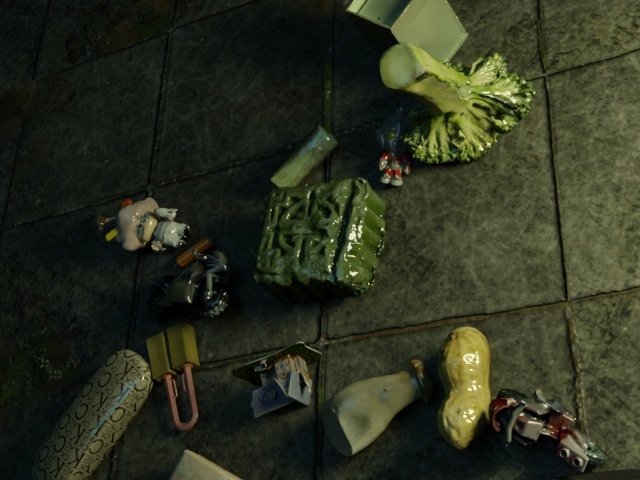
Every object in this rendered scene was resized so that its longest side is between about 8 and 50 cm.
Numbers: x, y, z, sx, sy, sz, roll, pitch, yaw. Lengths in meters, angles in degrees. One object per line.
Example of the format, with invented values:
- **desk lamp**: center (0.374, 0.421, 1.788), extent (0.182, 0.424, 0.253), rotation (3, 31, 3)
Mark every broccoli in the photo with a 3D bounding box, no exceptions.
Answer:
- **broccoli**: center (0.216, -0.275, 1.812), extent (0.252, 0.361, 0.221), rotation (-3, 81, 51)

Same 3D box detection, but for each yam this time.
- **yam**: center (-0.038, -0.178, 2.092), extent (0.169, 0.068, 0.068), rotation (-46, 50, 2)

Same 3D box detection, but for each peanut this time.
- **peanut**: center (0.250, 0.255, 1.652), extent (0.103, 0.098, 0.229), rotation (11, 59, -11)

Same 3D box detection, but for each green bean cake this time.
- **green bean cake**: center (0.000, 0.000, 1.938), extent (0.255, 0.132, 0.241), rotation (-4, 59, 31)

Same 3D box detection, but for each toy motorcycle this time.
- **toy motorcycle**: center (-0.284, 0.099, 2.074), extent (0.270, 0.106, 0.159), rotation (-4, 59, 42)
- **toy motorcycle**: center (0.361, 0.305, 1.547), extent (0.213, 0.122, 0.082), rotation (32, 115, 39)

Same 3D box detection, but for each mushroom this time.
- **mushroom**: center (0.102, 0.298, 1.740), extent (0.225, 0.093, 0.116), rotation (-35, 66, -1)

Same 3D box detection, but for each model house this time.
- **model house**: center (-0.077, 0.278, 1.841), extent (0.167, 0.117, 0.088), rotation (-24, 58, 15)

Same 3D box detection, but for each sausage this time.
- **sausage**: center (-0.291, 0.030, 2.161), extent (0.107, 0.031, 0.031), rotation (-34, 52, 13)

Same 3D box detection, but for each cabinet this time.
- **cabinet**: center (0.186, -0.465, 2.020), extent (0.145, 0.206, 0.150), rotation (34, 86, 40)

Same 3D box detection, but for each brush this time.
- **brush**: center (-0.304, 0.294, 2.014), extent (0.103, 0.047, 0.233), rotation (-28, 54, 17)

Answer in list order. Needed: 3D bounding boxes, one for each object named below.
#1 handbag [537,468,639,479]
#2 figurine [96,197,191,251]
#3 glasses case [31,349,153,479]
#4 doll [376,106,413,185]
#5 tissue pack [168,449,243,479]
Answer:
- **handbag**: center (0.448, 0.466, 1.432), extent (0.275, 0.088, 0.244), rotation (-12, 56, 28)
- **figurine**: center (-0.405, -0.033, 2.222), extent (0.229, 0.112, 0.137), rotation (14, 80, 23)
- **glasses case**: center (-0.494, 0.395, 2.051), extent (0.137, 0.085, 0.354), rotation (35, 86, 42)
- **doll**: center (0.160, -0.199, 1.984), extent (0.094, 0.079, 0.180), rotation (8, 74, 4)
- **tissue pack**: center (-0.271, 0.582, 1.820), extent (0.170, 0.071, 0.325), rotation (20, 77, 40)
